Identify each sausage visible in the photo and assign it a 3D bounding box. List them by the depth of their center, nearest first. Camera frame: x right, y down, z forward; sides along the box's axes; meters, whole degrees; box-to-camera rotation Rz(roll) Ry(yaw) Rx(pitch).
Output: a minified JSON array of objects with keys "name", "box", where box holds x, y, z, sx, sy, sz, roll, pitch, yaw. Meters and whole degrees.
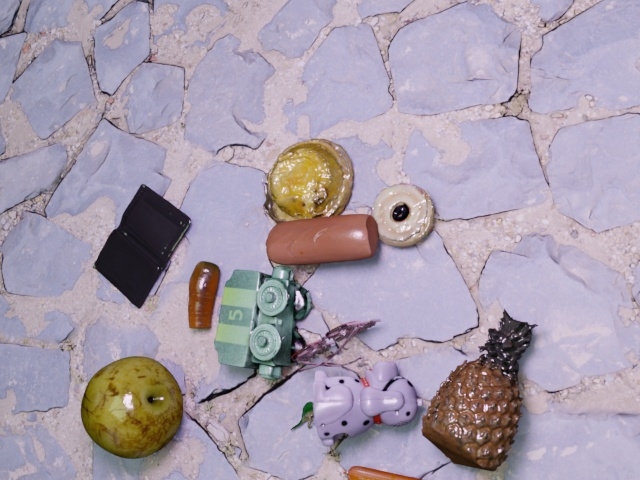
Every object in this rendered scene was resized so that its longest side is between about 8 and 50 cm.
[{"name":"sausage","box":[0.213,0.588,1.621,0.347,0.053,0.053,4,80,24]},{"name":"sausage","box":[-0.001,0.000,1.768,0.304,0.121,0.121,-5,76,27]}]

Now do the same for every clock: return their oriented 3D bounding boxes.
[{"name":"clock","box":[0.118,0.389,1.656,0.254,0.189,0.189,-12,73,9]}]

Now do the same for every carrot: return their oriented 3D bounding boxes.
[{"name":"carrot","box":[-0.338,0.156,1.948,0.087,0.087,0.193,6,79,25]}]

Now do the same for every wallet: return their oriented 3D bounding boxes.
[{"name":"wallet","box":[-0.551,0.011,2.099,0.247,0.041,0.323,36,97,27]}]

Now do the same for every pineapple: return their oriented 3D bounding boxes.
[{"name":"pineapple","box":[0.383,0.333,1.551,0.202,0.202,0.362,25,74,26]}]

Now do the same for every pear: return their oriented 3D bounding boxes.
[{"name":"pear","box":[-0.513,0.455,1.864,0.283,0.283,0.284,-6,76,22]}]

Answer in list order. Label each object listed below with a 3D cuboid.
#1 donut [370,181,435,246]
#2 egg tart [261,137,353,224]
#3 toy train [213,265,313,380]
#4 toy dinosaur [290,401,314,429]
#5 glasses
[{"name":"donut","box":[0.214,-0.063,1.768,0.174,0.068,0.175,-5,74,20]},{"name":"egg tart","box":[-0.052,-0.161,1.885,0.290,0.107,0.291,-6,75,22]},{"name":"toy train","box":[-0.156,0.212,1.815,0.238,0.167,0.299,2,78,30]},{"name":"toy dinosaur","box":[-0.033,0.454,1.781,0.119,0.029,0.060,-40,50,16]},{"name":"glasses","box":[0.044,0.272,1.716,0.255,0.162,0.095,-29,80,18]}]
